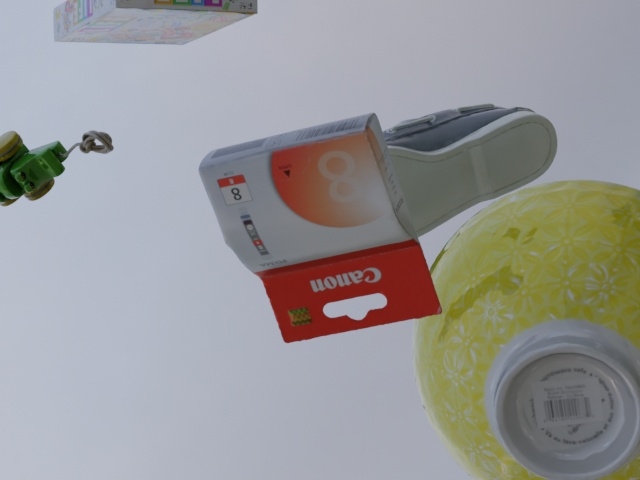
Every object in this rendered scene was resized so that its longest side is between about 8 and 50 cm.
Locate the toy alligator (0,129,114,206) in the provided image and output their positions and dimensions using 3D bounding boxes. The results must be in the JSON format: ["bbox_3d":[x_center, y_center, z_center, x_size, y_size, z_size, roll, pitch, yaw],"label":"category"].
[{"bbox_3d":[-0.248,-0.055,1.493,0.056,0.190,0.051,53,-131,-27],"label":"toy alligator"}]

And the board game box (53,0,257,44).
[{"bbox_3d":[-0.121,-0.165,1.294,0.103,0.154,0.026,-1,-92,-23],"label":"board game box"}]

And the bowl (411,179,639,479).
[{"bbox_3d":[0.203,0.110,1.445,0.289,0.289,0.156,-65,-4,21],"label":"bowl"}]

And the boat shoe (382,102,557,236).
[{"bbox_3d":[0.103,-0.078,2.001,0.319,0.099,0.116,-19,-63,-18],"label":"boat shoe"}]

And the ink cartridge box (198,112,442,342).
[{"bbox_3d":[0.000,0.000,1.421,0.045,0.145,0.179,-57,-49,-62],"label":"ink cartridge box"}]
